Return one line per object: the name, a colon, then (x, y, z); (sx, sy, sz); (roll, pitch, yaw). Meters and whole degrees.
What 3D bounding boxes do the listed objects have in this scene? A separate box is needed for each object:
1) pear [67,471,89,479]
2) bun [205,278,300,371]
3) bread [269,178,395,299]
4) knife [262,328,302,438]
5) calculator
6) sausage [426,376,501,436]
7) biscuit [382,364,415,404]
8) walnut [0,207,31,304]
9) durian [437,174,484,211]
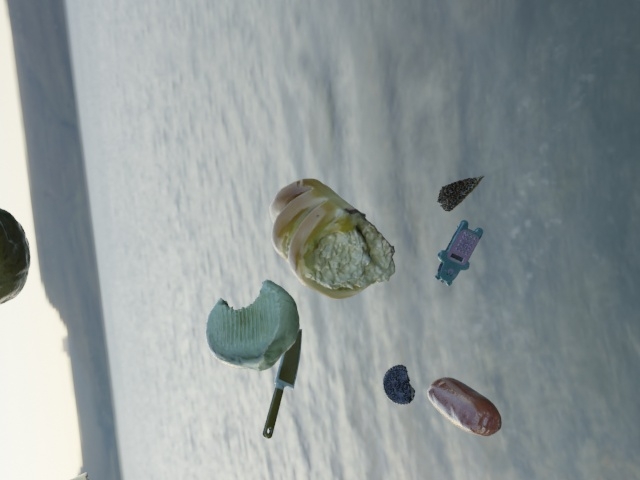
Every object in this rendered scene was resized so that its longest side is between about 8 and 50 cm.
pear: (-0.700, 0.861, 2.399); (0.386, 0.191, 0.340); (51, 146, 45)
bun: (-0.139, 0.189, 1.861); (0.126, 0.212, 0.204); (54, -133, -52)
bread: (0.000, 0.000, 2.003); (0.270, 0.211, 0.316); (38, 174, 37)
knife: (-0.101, 0.394, 2.389); (0.027, 0.061, 0.343); (-34, 36, 51)
calculator: (0.289, 0.028, 1.801); (0.019, 0.094, 0.141); (38, 103, 53)
sausage: (0.248, 0.290, 1.498); (0.194, 0.077, 0.077); (-152, 56, -70)
biscuit: (0.184, 0.333, 1.978); (0.089, 0.087, 0.027); (-61, -12, 11)
walnut: (-0.729, 0.025, 1.683); (0.277, 0.282, 0.253); (-70, -34, -85)
durian: (0.292, -0.096, 1.794); (0.130, 0.066, 0.052); (-42, 58, 45)
